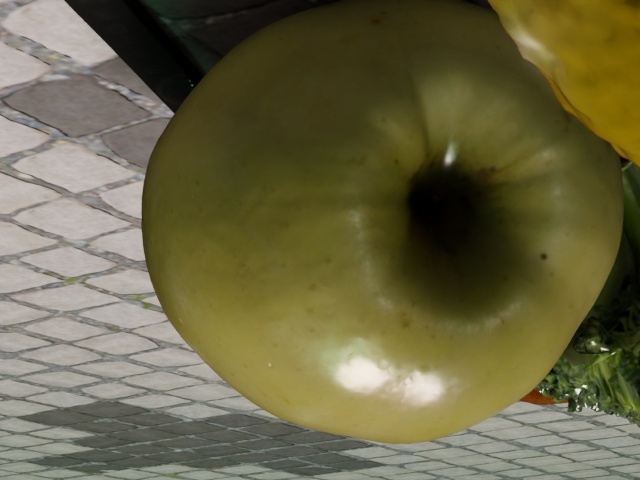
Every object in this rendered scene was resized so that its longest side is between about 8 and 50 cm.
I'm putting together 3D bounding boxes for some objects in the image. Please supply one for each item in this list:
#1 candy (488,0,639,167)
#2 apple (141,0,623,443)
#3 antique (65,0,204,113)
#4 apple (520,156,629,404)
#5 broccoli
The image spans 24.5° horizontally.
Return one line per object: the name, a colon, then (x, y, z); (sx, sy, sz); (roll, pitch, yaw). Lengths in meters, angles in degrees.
candy: (0.153, -0.129, 0.449); (0.260, 0.260, 0.118); (8, 162, -26)
apple: (0.033, -0.010, 0.824); (0.262, 0.262, 0.262); (-1, 162, 0)
antique: (-0.106, -0.117, 0.861); (0.031, 0.015, 0.192); (-6, 162, 15)
apple: (0.184, 0.025, 1.076); (0.181, 0.168, 0.181); (-3, 156, -1)
broccoli: (0.230, 0.029, 0.884); (0.176, 0.198, 0.226); (35, 140, 16)
